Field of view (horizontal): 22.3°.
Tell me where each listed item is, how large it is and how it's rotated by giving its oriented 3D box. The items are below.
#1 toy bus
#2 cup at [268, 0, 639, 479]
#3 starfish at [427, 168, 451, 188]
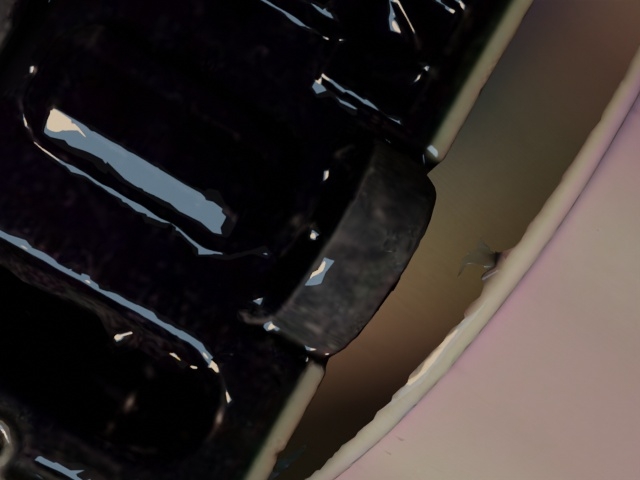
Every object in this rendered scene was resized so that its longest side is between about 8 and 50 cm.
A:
[{"bbox_3d":[-0.025,-0.073,0.481,0.143,0.179,0.305,29,85,-9],"label":"toy bus"},{"bbox_3d":[0.132,0.054,0.564,0.274,0.253,0.253,35,129,-12],"label":"cup"},{"bbox_3d":[0.000,-0.002,0.698,0.130,0.041,0.133,-32,125,16],"label":"starfish"}]
